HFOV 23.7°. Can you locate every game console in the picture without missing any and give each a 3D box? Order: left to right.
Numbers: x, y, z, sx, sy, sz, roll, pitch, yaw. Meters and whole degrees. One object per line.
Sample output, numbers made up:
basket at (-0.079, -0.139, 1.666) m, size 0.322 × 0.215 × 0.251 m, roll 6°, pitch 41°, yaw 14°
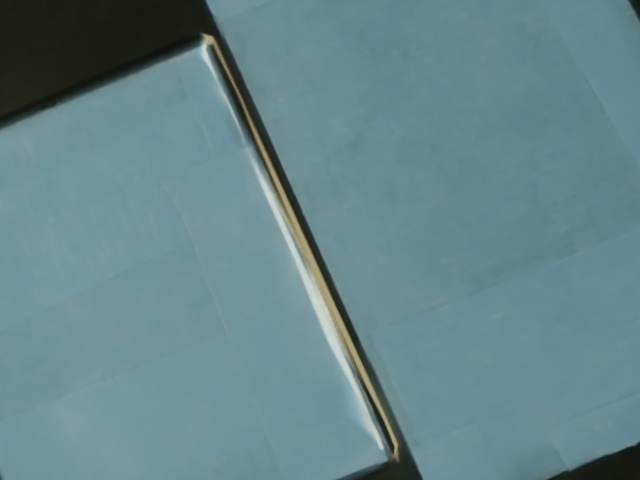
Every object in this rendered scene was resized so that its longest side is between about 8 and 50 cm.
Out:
game console at (0.000, 0.000, 0.557) m, size 0.342 × 0.060 × 0.386 m, roll -22°, pitch 75°, yaw -8°
